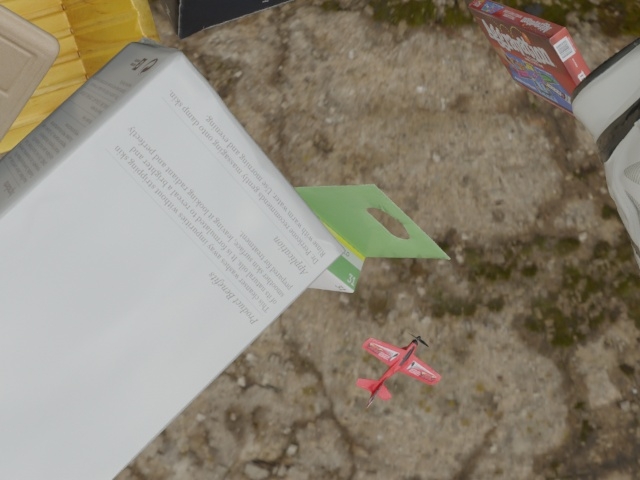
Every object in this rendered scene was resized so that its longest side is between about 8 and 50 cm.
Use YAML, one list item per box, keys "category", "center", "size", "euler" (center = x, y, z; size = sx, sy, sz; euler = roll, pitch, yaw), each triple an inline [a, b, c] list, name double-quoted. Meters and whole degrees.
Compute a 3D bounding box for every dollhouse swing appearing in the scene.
- category: "dollhouse swing"
  center: [-0.443, -0.275, 1.304]
  size: [0.315, 0.304, 0.347]
  euler: [6, 116, 51]

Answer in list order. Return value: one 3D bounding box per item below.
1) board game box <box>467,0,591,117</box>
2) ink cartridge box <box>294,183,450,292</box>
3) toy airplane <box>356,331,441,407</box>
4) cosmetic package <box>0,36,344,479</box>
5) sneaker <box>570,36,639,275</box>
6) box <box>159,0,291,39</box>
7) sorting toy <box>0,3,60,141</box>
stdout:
- category: "board game box"
  center: [0.283, -0.236, 1.193]
  size: [0.027, 0.281, 0.145]
  euler: [-36, 114, 4]
- category: "ink cartridge box"
  center: [0.000, 0.000, 1.010]
  size: [0.235, 0.056, 0.171]
  euler: [5, 156, 40]
- category: "toy airplane"
  center: [0.119, 0.212, 1.487]
  size: [0.151, 0.028, 0.151]
  euler: [-2, 115, -5]
- category: "cosmetic package"
  center: [-0.199, 0.051, 0.708]
  size: [0.385, 0.156, 0.217]
  euler: [-42, 117, -7]
- category: "sneaker"
  center: [0.299, -0.044, 0.561]
  size: [0.169, 0.447, 0.258]
  euler: [-15, 81, 0]
- category: "box"
  center: [-0.103, -0.649, 1.447]
  size: [0.471, 0.297, 0.480]
  euler: [-23, 76, -14]
- category: "sorting toy"
  center: [-0.458, -0.211, 1.134]
  size: [0.193, 0.038, 0.208]
  euler: [30, 71, -11]
